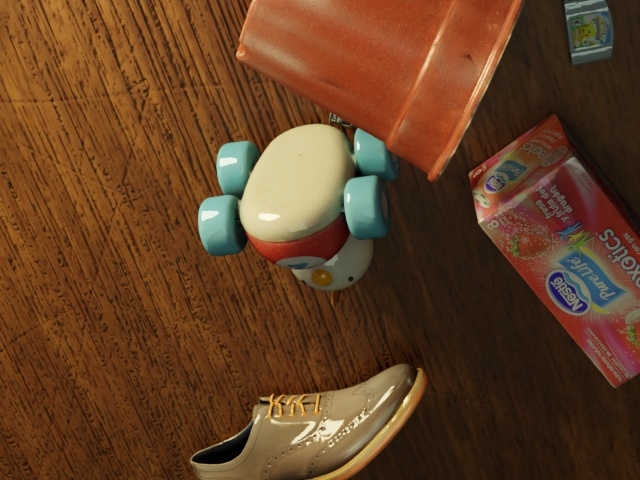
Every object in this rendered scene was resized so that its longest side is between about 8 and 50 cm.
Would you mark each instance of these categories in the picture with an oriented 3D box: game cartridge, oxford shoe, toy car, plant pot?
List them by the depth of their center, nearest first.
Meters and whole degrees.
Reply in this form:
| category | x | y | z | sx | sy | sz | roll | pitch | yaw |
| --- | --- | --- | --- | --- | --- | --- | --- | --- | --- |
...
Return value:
| category | x | y | z | sx | sy | sz | roll | pitch | yaw |
| --- | --- | --- | --- | --- | --- | --- | --- | --- | --- |
| plant pot | 0.064 | -0.242 | 1.498 | 0.265 | 0.272 | 0.272 | 25 | 114 | -1 |
| game cartridge | 0.324 | -0.254 | 1.606 | 0.056 | 0.017 | 0.083 | -12 | 115 | 3 |
| toy car | 0.000 | 0.000 | 1.646 | 0.219 | 0.210 | 0.238 | -7 | 128 | 16 |
| oxford shoe | -0.019 | 0.258 | 1.802 | 0.364 | 0.130 | 0.132 | -36 | 104 | 17 |

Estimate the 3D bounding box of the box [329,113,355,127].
| category | x | y | z | sx | sy | sz | roll | pitch | yaw |
| --- | --- | --- | --- | --- | --- | --- | --- | --- | --- |
| box | 0.051 | -0.179 | 1.646 | 0.067 | 0.018 | 0.083 | 11 | 115 | -4 |

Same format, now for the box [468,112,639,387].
| category | x | y | z | sx | sy | sz | roll | pitch | yaw |
| --- | --- | --- | --- | --- | --- | --- | --- | --- | --- |
| box | 0.329 | 0.012 | 1.659 | 0.142 | 0.154 | 0.300 | -35 | 111 | 17 |
